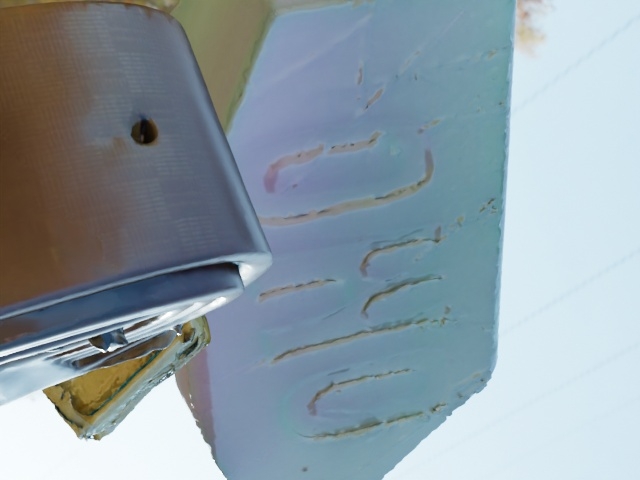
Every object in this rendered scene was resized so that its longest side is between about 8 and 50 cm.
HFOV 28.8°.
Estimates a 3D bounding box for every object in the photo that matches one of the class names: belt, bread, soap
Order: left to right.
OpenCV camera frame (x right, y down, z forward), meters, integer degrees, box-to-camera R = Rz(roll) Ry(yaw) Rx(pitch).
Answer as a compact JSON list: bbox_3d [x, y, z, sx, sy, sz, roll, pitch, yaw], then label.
[{"bbox_3d":[-0.153,0.013,0.402,0.184,0.261,0.105,129,-58,-77],"label":"belt"},{"bbox_3d":[-0.119,0.063,0.747,0.106,0.053,0.072,-43,-108,-4],"label":"bread"},{"bbox_3d":[0.000,0.000,0.931,0.156,0.261,0.446,-125,-152,-52],"label":"soap"}]
